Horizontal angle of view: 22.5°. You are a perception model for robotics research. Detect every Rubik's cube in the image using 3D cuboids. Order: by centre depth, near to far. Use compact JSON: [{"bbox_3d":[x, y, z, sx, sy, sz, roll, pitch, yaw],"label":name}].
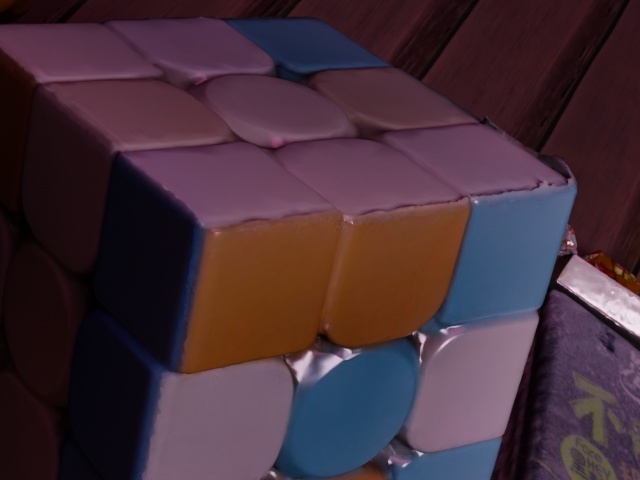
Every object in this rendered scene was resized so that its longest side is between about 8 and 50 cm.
[{"bbox_3d":[-0.069,0.044,1.245,0.346,0.344,0.347,-6,30,-36],"label":"Rubik's cube"}]

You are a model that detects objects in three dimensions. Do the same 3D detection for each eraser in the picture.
[{"bbox_3d":[0.278,0.074,1.625,0.157,0.230,0.038,34,83,-3],"label":"eraser"}]

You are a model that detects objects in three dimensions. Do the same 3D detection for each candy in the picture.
[{"bbox_3d":[0.317,0.044,1.783,0.182,0.046,0.053,37,44,-2],"label":"candy"}]

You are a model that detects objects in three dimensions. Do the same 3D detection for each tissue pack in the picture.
[{"bbox_3d":[0.256,0.261,1.423,0.288,0.124,0.394,43,33,-16],"label":"tissue pack"}]

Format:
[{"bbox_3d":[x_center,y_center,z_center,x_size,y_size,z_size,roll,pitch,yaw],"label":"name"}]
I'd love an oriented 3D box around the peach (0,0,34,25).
[{"bbox_3d":[-0.349,-0.265,1.572,0.138,0.138,0.138,18,45,-19],"label":"peach"}]
